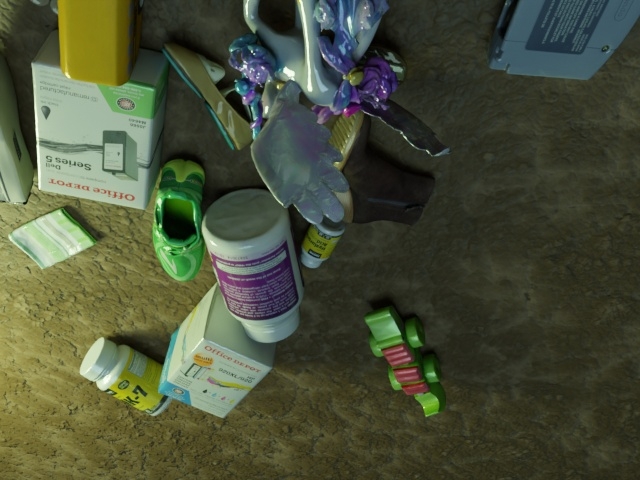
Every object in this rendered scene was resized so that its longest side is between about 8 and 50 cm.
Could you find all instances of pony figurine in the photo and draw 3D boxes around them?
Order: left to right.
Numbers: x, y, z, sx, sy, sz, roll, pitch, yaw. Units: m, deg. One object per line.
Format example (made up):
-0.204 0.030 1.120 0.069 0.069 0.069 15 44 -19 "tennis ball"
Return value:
0.003 -0.239 1.160 0.303 0.351 0.363 -25 143 -31 "pony figurine"

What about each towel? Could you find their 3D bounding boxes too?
-0.557 -0.001 1.620 0.152 0.023 0.113 -22 129 23 "towel"

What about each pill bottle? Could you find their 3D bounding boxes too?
-0.453 0.321 1.852 0.209 0.119 0.119 35 127 -25 "pill bottle"
-0.122 0.060 1.537 0.169 0.169 0.301 -3 132 8 "pill bottle"
0.000 0.000 1.541 0.065 0.065 0.116 18 133 -11 "pill bottle"

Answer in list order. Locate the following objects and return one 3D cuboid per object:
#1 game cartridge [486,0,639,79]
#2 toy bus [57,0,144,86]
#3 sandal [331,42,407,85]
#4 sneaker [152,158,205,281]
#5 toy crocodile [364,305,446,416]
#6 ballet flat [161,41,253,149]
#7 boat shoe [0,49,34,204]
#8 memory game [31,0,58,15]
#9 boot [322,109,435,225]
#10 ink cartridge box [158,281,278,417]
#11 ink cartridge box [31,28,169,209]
0.381 -0.370 1.137 0.198 0.062 0.297 -1 139 -15 "game cartridge"
-0.317 -0.401 1.127 0.108 0.130 0.332 10 133 -5 "toy bus"
0.056 -0.295 1.273 0.180 0.049 0.072 10 128 16 "sandal"
-0.281 -0.020 1.508 0.110 0.123 0.295 7 134 -2 "sneaker"
0.193 0.270 1.753 0.115 0.105 0.340 -15 130 18 "toy crocodile"
-0.179 -0.256 1.323 0.073 0.080 0.232 -36 129 -1 "ballet flat"
-0.616 -0.195 1.366 0.158 0.127 0.340 1 135 -6 "boat shoe"
-0.396 -0.428 1.206 0.186 0.012 0.186 2 133 2 "memory game"
0.111 -0.129 1.416 0.207 0.090 0.248 4 134 -16 "boot"
-0.220 0.243 1.721 0.171 0.168 0.232 27 129 -18 "ink cartridge box"
-0.378 -0.200 1.350 0.199 0.114 0.272 11 133 -5 "ink cartridge box"
